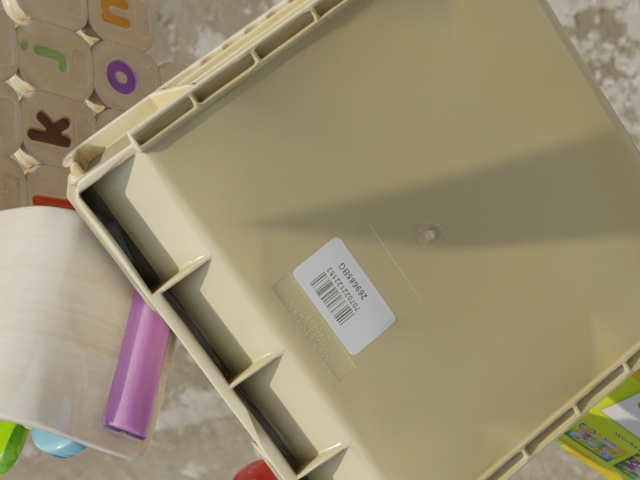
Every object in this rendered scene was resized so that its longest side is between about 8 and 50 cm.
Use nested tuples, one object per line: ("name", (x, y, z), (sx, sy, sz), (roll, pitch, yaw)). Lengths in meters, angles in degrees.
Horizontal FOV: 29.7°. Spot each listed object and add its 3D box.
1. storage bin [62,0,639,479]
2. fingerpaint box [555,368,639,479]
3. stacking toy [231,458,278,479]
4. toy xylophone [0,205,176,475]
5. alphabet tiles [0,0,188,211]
("storage bin", (0.039, -0.006, 0.655), (0.262, 0.260, 0.123), (56, 168, -13))
("fingerpaint box", (0.349, 0.105, 1.394), (0.445, 0.163, 0.371), (33, 151, 1))
("stacking toy", (0.045, 0.318, 1.263), (0.330, 0.141, 0.141), (33, 140, -23))
("toy xylophone", (-0.230, 0.087, 0.673), (0.323, 0.236, 0.081), (1, 153, 38))
("alphabet tiles", (-0.175, -0.074, 0.919), (0.021, 0.284, 0.278), (-17, 164, 38))
